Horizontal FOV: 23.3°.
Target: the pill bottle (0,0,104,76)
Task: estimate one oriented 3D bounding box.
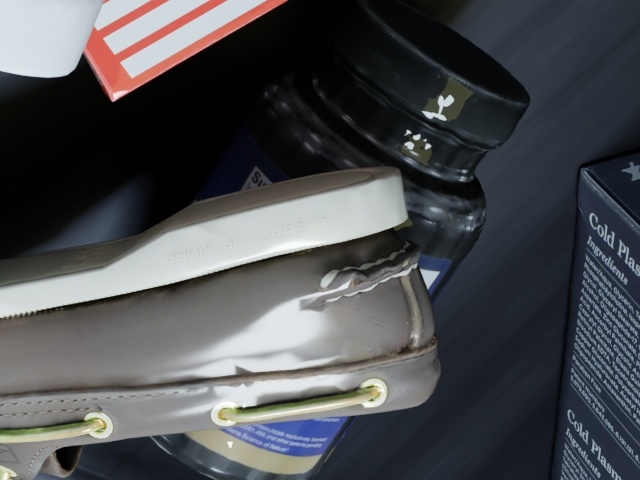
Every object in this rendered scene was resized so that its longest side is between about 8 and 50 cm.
[{"bbox_3d":[-0.069,-0.219,0.447,0.181,0.181,0.323,15,106,-37],"label":"pill bottle"}]

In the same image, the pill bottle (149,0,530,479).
[{"bbox_3d":[0.000,0.000,0.726,0.123,0.123,0.219,18,113,-38],"label":"pill bottle"}]

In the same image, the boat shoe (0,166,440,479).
[{"bbox_3d":[-0.113,0.052,0.643,0.324,0.116,0.096,-14,98,10],"label":"boat shoe"}]

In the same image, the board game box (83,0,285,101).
[{"bbox_3d":[-0.035,-0.164,0.591,0.193,0.045,0.146,-32,104,-5],"label":"board game box"}]

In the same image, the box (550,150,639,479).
[{"bbox_3d":[0.331,0.084,0.939,0.343,0.179,0.312,-17,129,-18],"label":"box"}]
